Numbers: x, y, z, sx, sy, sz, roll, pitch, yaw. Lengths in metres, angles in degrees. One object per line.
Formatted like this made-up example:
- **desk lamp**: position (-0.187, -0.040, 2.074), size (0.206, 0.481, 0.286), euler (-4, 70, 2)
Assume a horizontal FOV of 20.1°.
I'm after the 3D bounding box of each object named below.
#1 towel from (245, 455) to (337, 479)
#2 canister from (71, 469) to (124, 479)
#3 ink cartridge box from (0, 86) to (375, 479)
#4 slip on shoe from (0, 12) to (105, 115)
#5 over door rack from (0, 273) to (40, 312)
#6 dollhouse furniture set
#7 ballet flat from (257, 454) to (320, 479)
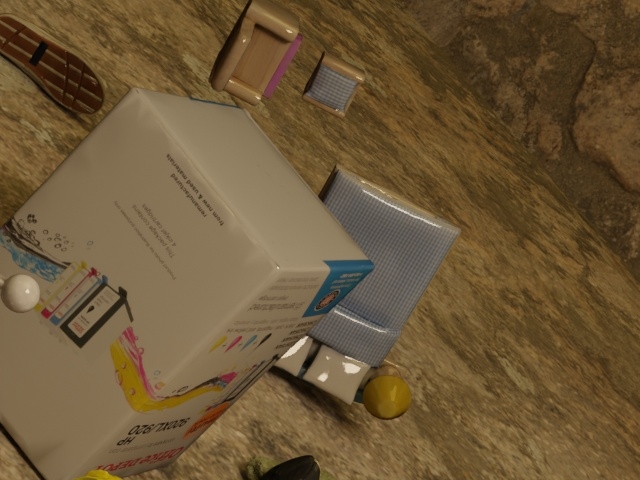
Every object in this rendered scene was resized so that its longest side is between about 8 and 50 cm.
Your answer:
- **towel**: position (0.002, 0.234, 1.431), size (0.110, 0.027, 0.148), euler (21, 28, -48)
- **canister**: position (-0.092, 0.214, 1.191), size (0.126, 0.073, 0.170), euler (51, 17, 24)
- **ink cartridge box**: position (-0.120, 0.036, 1.279), size (0.168, 0.233, 0.171), euler (50, 18, 16)
- **slip on shoe**: position (-0.267, -0.174, 1.772), size (0.135, 0.051, 0.041), euler (34, 7, -9)
- **over door rack**: position (-0.230, 0.074, 0.895), size (0.239, 0.108, 0.324), euler (12, 65, -69)
- **dollhouse furniture set**: position (0.000, 0.000, 1.541), size (0.303, 0.286, 0.198), euler (28, 20, -9)
- **ballet flat**: position (-0.034, 0.216, 1.349), size (0.049, 0.057, 0.173), euler (60, 25, -18)
